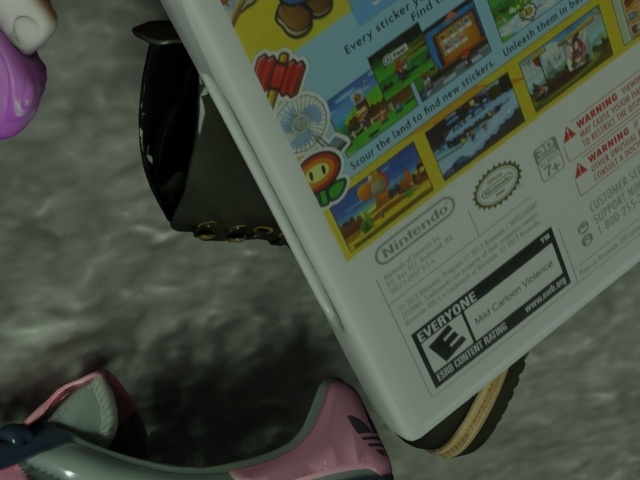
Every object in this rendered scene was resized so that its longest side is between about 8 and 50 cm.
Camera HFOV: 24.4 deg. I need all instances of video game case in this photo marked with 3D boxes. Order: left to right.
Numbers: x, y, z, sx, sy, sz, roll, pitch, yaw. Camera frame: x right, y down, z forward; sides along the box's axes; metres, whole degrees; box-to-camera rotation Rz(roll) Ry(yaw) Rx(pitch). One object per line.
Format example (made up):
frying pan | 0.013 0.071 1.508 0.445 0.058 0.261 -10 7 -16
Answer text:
video game case | 0.075 -0.075 0.447 0.227 0.026 0.206 -37 129 -13

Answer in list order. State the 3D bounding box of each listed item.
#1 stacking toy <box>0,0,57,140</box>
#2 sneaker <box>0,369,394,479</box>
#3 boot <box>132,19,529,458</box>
stacking toy | -0.136 -0.055 0.409 0.302 0.175 0.166 -31 127 2
sneaker | -0.122 0.118 0.576 0.319 0.131 0.112 -1 163 7
boot | 0.000 0.000 0.502 0.137 0.077 0.198 -16 120 -28
